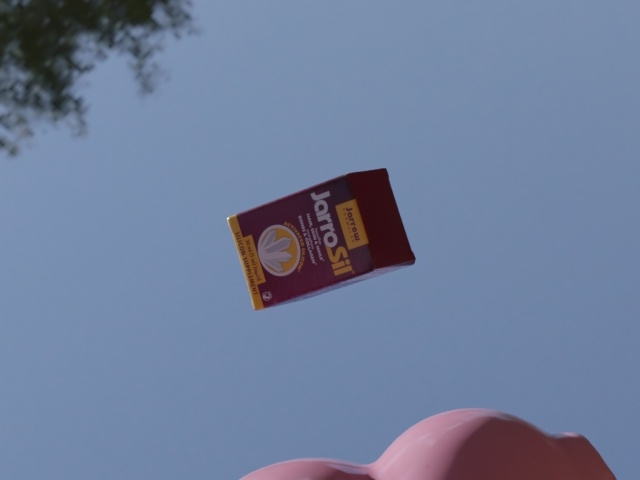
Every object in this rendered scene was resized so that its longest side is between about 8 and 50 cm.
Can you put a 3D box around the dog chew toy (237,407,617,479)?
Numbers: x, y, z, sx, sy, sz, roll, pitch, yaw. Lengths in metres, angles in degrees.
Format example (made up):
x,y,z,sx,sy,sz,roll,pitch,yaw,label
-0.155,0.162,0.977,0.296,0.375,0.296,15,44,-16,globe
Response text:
x,y,z,sx,sy,sz,roll,pitch,yaw,label
-0.007,0.196,0.783,0.207,0.332,0.206,57,179,1,dog chew toy

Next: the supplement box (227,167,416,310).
x,y,z,sx,sy,sz,roll,pitch,yaw,label
0.000,0.000,0.911,0.043,0.083,0.055,-9,-99,-57,supplement box
